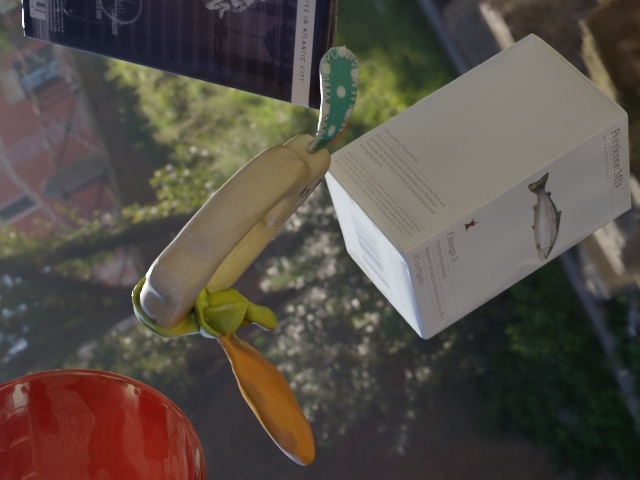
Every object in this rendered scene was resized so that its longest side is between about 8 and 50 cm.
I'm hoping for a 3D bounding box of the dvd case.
[{"bbox_3d":[-0.092,-0.182,0.874,0.018,0.221,0.165,-54,-26,-52],"label":"dvd case"}]

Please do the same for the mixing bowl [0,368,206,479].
[{"bbox_3d":[-0.150,0.179,0.826,0.181,0.181,0.098,60,-178,-31],"label":"mixing bowl"}]

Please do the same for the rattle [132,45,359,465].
[{"bbox_3d":[0.000,0.000,0.790,0.142,0.199,0.130,35,150,21],"label":"rattle"}]

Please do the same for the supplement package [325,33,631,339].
[{"bbox_3d":[0.109,-0.038,0.942,0.105,0.179,0.105,50,167,38],"label":"supplement package"}]
